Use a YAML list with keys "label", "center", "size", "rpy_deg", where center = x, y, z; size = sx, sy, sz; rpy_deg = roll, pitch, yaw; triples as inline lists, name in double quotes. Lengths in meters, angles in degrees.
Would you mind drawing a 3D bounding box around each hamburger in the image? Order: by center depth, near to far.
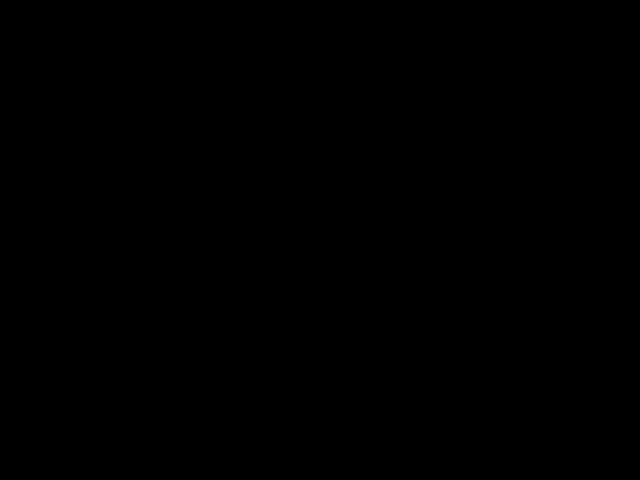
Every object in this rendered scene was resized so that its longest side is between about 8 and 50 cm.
- label: "hamburger"
  center: [0.000, 0.000, 0.195]
  size: [0.287, 0.268, 0.445]
  rpy_deg: [-62, -158, 18]
